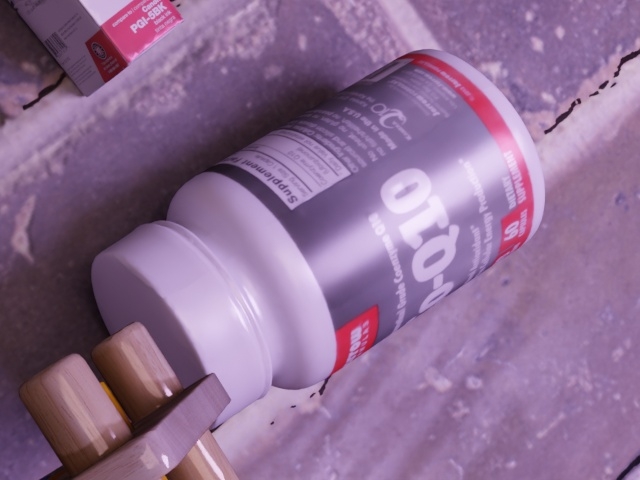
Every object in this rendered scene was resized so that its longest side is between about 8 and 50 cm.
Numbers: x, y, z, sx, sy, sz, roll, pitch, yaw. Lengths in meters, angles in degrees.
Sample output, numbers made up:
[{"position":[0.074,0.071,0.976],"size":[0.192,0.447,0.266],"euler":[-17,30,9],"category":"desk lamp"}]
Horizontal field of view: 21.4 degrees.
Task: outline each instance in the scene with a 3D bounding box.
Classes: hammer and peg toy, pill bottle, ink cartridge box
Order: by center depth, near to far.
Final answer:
[{"position":[-0.217,0.184,0.920],"size":[0.361,0.266,0.127],"euler":[-32,90,5],"category":"hammer and peg toy"},{"position":[-0.166,-0.174,1.134],"size":[0.056,0.099,0.135],"euler":[-42,100,-24],"category":"ink cartridge box"},{"position":[0.000,0.000,1.147],"size":[0.283,0.161,0.161],"euler":[-33,95,-25],"category":"pill bottle"}]
